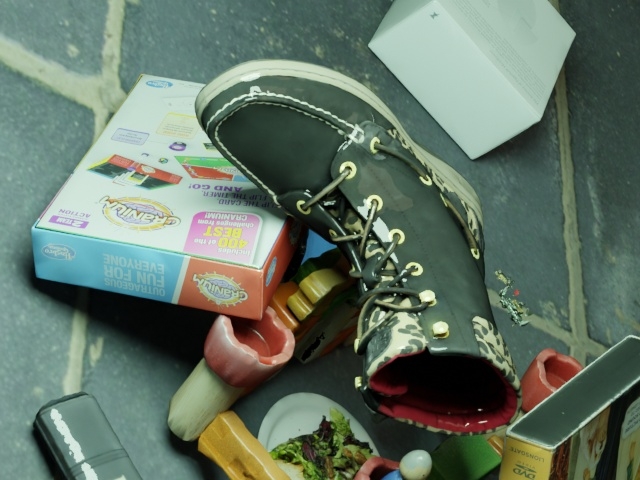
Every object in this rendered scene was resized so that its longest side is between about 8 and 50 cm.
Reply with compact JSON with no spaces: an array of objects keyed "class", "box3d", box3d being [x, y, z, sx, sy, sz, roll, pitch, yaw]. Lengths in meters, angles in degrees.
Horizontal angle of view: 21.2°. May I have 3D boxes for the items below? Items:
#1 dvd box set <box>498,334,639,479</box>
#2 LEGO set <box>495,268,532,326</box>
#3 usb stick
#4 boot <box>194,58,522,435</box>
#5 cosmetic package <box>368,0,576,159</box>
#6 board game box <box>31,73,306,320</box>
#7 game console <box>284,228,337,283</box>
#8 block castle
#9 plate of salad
[{"class":"dvd box set","box3d":[0.272,0.347,1.885,0.307,0.062,0.420,-25,127,-52]},{"class":"LEGO set","box3d":[0.208,0.069,1.876,0.054,0.023,0.083,45,17,-19]},{"class":"usb stick","box3d":[-0.184,0.266,1.625,0.077,0.045,0.278,-9,59,-49]},{"class":"boot","box3d":[0.047,0.010,1.620,0.377,0.138,0.284,34,32,-40]},{"class":"cosmetic package","box3d":[0.213,-0.276,2.365,0.224,0.138,0.225,46,39,-16]},{"class":"board game box","box3d":[-0.129,-0.055,1.783,0.242,0.064,0.316,11,37,12]},{"class":"game console","box3d":[0.000,0.000,2.020,0.071,0.107,0.122,12,53,-9]},{"class":"block castle","box3d":[0.082,0.149,1.829,0.303,0.213,0.453,48,34,14]},{"class":"plate of salad","box3d":[0.011,0.258,1.883,0.200,0.048,0.200,26,49,-34]}]
